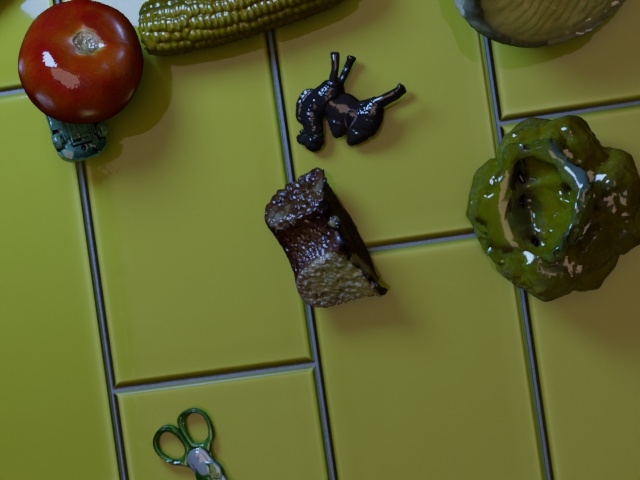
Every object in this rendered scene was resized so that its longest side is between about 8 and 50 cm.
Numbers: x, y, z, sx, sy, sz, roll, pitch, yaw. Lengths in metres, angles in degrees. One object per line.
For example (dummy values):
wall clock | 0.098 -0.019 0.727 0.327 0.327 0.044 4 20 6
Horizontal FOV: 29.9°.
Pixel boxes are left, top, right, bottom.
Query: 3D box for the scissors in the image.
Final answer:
scissors | -0.176 0.366 1.895 0.101 0.027 0.204 -37 85 7

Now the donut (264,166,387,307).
donut | 0.005 0.006 1.840 0.126 0.144 0.186 -25 118 11

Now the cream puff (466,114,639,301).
cream puff | 0.350 -0.050 1.767 0.282 0.185 0.281 0 89 2

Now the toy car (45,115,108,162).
toy car | -0.396 -0.210 1.895 0.093 0.058 0.186 -18 75 -16

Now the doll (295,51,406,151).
doll | 0.034 -0.203 1.861 0.139 0.057 0.165 32 102 3

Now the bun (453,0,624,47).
bun | 0.308 -0.468 1.723 0.364 0.364 0.202 -38 44 4

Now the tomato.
tomato | -0.363 -0.268 1.819 0.195 0.136 0.195 5 68 -13

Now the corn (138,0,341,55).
corn | -0.111 -0.371 1.844 0.363 0.120 0.120 -18 89 9
